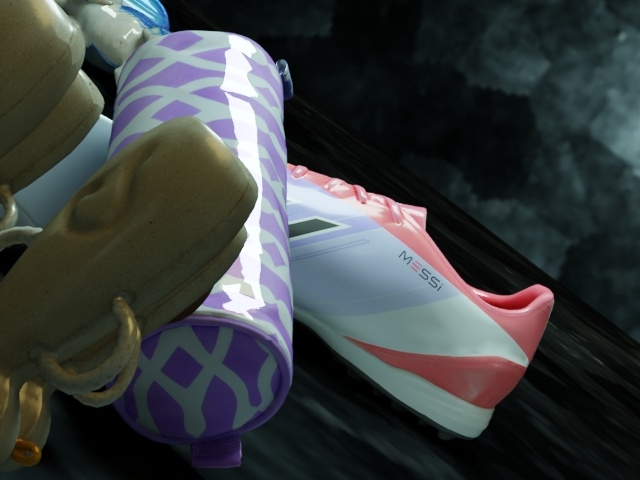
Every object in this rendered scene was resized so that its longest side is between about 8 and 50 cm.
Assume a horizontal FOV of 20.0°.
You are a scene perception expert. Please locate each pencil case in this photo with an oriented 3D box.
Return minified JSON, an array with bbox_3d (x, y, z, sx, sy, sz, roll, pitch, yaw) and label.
[{"bbox_3d":[-0.055,-0.006,0.811,0.086,0.088,0.206,1,44,-2],"label":"pencil case"}]

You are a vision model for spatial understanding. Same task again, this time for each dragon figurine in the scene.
[{"bbox_3d":[-0.184,-0.189,1.612,0.289,0.085,0.144,36,8,-4],"label":"dragon figurine"}]

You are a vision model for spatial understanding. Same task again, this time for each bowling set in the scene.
[{"bbox_3d":[-0.117,0.011,0.624,0.287,0.154,0.200,41,-9,42],"label":"bowling set"}]

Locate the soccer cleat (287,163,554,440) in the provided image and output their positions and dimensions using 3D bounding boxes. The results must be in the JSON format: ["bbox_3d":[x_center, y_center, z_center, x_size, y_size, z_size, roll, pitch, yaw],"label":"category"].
[{"bbox_3d":[0.000,0.000,1.150,0.318,0.116,0.108,35,8,-10],"label":"soccer cleat"}]

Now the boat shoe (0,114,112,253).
[{"bbox_3d":[-0.155,-0.034,0.888,0.228,0.080,0.076,32,-19,-26],"label":"boat shoe"}]
